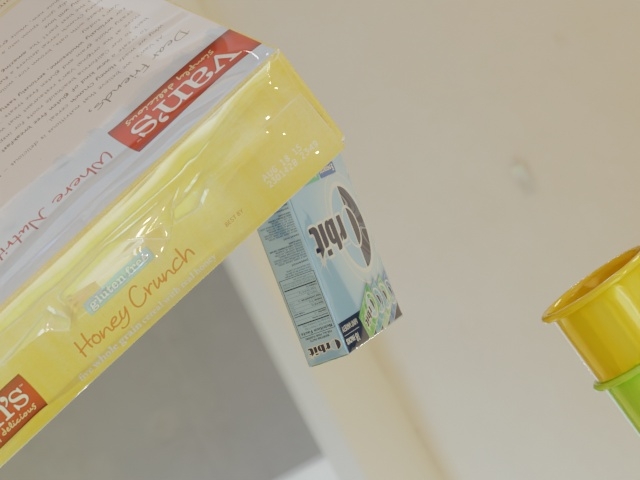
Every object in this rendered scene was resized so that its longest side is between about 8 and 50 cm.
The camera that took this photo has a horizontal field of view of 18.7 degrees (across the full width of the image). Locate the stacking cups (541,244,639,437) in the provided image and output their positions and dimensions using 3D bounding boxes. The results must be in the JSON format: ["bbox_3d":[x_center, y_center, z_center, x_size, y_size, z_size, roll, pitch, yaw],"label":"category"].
[{"bbox_3d":[0.290,0.153,1.398,0.316,0.096,0.096,52,-19,-3],"label":"stacking cups"}]

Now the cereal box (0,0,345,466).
[{"bbox_3d":[-0.116,-0.020,0.681,0.047,0.173,0.240,52,-11,-32],"label":"cereal box"}]

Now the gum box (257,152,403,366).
[{"bbox_3d":[0.000,0.000,1.644,0.184,0.041,0.157,70,21,-2],"label":"gum box"}]
